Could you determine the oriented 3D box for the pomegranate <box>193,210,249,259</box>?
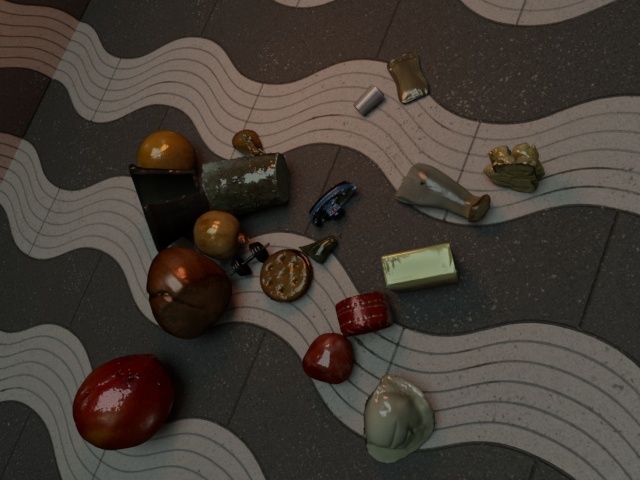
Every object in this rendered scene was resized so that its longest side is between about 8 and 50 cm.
[{"bbox_3d":[-0.407,-0.023,1.789,0.207,0.207,0.207,-6,74,21],"label":"pomegranate"}]

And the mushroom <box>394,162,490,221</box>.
[{"bbox_3d":[0.431,-0.157,1.572,0.329,0.122,0.159,30,125,27],"label":"mushroom"}]

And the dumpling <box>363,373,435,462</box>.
[{"bbox_3d":[0.249,0.576,1.430,0.227,0.243,0.175,10,39,7],"label":"dumpling"}]

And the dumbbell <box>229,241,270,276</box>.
[{"bbox_3d":[-0.286,0.076,1.798,0.208,0.099,0.099,-38,65,8],"label":"dumbbell"}]

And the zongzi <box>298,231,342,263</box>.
[{"bbox_3d":[0.000,0.000,1.731,0.130,0.062,0.154,34,84,38],"label":"zongzi"}]

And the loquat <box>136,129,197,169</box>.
[{"bbox_3d":[-0.692,-0.362,1.998,0.263,0.263,0.263,-6,74,21],"label":"loquat"}]

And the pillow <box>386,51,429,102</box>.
[{"bbox_3d":[0.349,-0.651,1.772,0.130,0.033,0.217,-20,69,13],"label":"pillow"}]

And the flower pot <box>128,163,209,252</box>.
[{"bbox_3d":[-0.614,-0.153,1.852,0.251,0.379,0.379,-20,64,-22],"label":"flower pot"}]

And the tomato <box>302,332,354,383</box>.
[{"bbox_3d":[0.025,0.407,1.554,0.187,0.151,0.187,-9,69,24],"label":"tomato"}]

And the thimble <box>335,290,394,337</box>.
[{"bbox_3d":[0.152,0.252,1.531,0.190,0.163,0.125,-15,71,3],"label":"thimble"}]

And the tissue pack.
[{"bbox_3d":[0.338,0.097,1.502,0.234,0.159,0.125,-13,71,19],"label":"tissue pack"}]

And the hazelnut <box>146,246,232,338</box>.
[{"bbox_3d":[-0.525,0.198,1.745,0.372,0.315,0.372,12,107,44],"label":"hazelnut"}]

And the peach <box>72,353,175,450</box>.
[{"bbox_3d":[-0.748,0.606,1.711,0.370,0.370,0.370,-6,74,21],"label":"peach"}]

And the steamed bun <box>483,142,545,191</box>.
[{"bbox_3d":[0.641,-0.250,1.475,0.192,0.177,0.106,13,72,38],"label":"steamed bun"}]

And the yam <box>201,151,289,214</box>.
[{"bbox_3d":[-0.303,-0.235,1.833,0.348,0.241,0.241,-8,73,18],"label":"yam"}]

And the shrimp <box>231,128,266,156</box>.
[{"bbox_3d":[-0.310,-0.429,1.975,0.217,0.051,0.115,36,89,29],"label":"shrimp"}]

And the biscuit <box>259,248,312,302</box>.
[{"bbox_3d":[-0.136,0.135,1.738,0.221,0.066,0.220,-6,73,20],"label":"biscuit"}]

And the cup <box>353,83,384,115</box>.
[{"bbox_3d":[0.189,-0.574,1.804,0.116,0.074,0.104,-43,40,12],"label":"cup"}]

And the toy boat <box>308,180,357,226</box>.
[{"bbox_3d":[0.052,-0.137,1.715,0.223,0.100,0.097,-42,55,9],"label":"toy boat"}]
